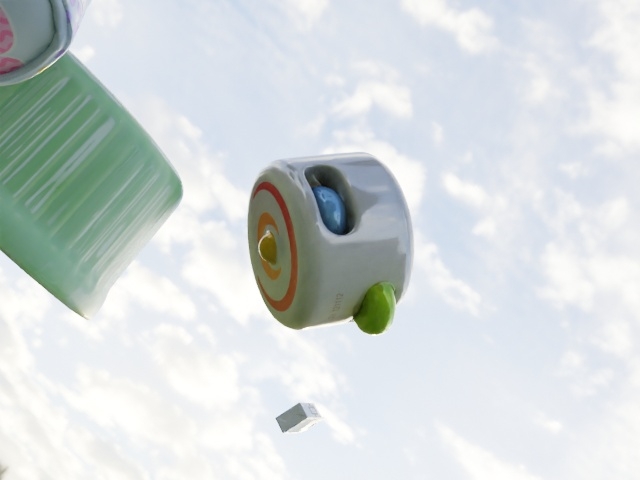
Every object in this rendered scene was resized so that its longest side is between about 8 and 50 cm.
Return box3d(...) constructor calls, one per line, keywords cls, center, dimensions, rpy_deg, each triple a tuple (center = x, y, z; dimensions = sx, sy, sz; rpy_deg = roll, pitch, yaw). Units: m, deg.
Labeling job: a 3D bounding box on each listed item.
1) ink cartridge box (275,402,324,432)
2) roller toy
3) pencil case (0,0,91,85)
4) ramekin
box3d(cls="ink cartridge box", center=(-0.031, 0.275, 1.557), dimensions=(0.028, 0.048, 0.083), rpy_deg=(60, 11, 19))
box3d(cls="roller toy", center=(0.000, 0.000, 1.115), dimensions=(0.209, 0.146, 0.191), rpy_deg=(-154, -120, -63))
box3d(cls="pencil case", center=(-0.177, -0.210, 0.605), dimensions=(0.124, 0.273, 0.113), rpy_deg=(26, -50, -19))
box3d(cls="ramekin", center=(-0.263, -0.085, 0.886), dimensions=(0.303, 0.148, 0.303), rpy_deg=(42, -10, 9))
